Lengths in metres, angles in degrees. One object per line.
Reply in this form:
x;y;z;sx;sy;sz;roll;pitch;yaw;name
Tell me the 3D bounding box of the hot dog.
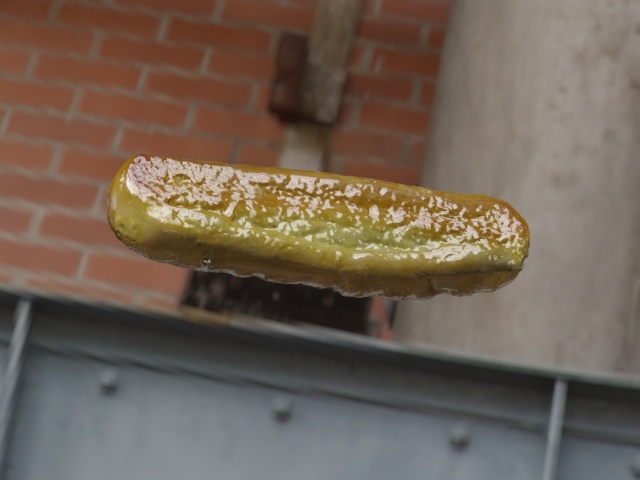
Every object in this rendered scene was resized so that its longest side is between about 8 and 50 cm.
0.000;0.000;0.953;0.215;0.066;0.047;5;-43;-20;hot dog
